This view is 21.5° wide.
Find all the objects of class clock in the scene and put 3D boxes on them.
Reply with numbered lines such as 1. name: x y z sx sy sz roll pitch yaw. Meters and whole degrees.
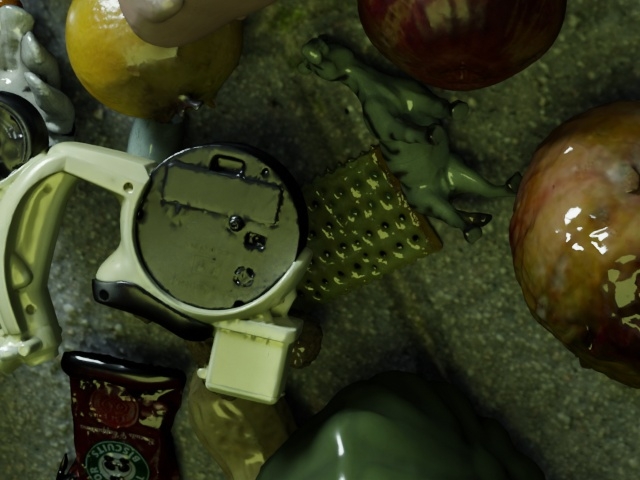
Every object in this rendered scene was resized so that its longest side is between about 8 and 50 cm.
1. clock: -0.199 0.012 1.644 0.379 0.120 0.276 10 97 7

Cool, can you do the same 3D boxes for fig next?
1. fig: 0.132 -0.235 1.533 0.205 0.205 0.205 6 119 12
2. fig: 0.315 0.040 1.618 0.286 0.286 0.368 15 152 7

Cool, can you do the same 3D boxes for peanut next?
1. peanut: -0.063 0.239 1.865 0.123 0.123 0.256 -23 112 25

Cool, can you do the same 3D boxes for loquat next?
1. loquat: -0.165 -0.209 1.637 0.172 0.149 0.204 -21 89 15

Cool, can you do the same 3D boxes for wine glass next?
1. wine glass: -0.182 -0.052 1.777 0.066 0.066 0.198 18 119 5

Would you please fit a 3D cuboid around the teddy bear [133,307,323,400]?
1. teddy bear: -0.119 0.045 1.763 0.129 0.182 0.251 5 123 58

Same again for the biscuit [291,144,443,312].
1. biscuit: 0.000 0.000 1.782 0.231 0.016 0.139 -25 109 26

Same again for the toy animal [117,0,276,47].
1. toy animal: -0.112 -0.296 1.498 0.210 0.229 0.221 -22 106 15

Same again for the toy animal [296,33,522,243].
1. toy animal: 0.092 -0.109 1.628 0.090 0.170 0.255 -38 101 -14

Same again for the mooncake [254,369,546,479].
1. mooncake: 0.109 0.308 1.723 0.356 0.356 0.194 44 122 -10

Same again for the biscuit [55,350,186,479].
1. biscuit: -0.229 0.221 1.933 0.151 0.063 0.235 12 123 9

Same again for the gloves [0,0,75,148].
1. gloves: -0.320 -0.141 1.744 0.140 0.131 0.218 3 88 18
